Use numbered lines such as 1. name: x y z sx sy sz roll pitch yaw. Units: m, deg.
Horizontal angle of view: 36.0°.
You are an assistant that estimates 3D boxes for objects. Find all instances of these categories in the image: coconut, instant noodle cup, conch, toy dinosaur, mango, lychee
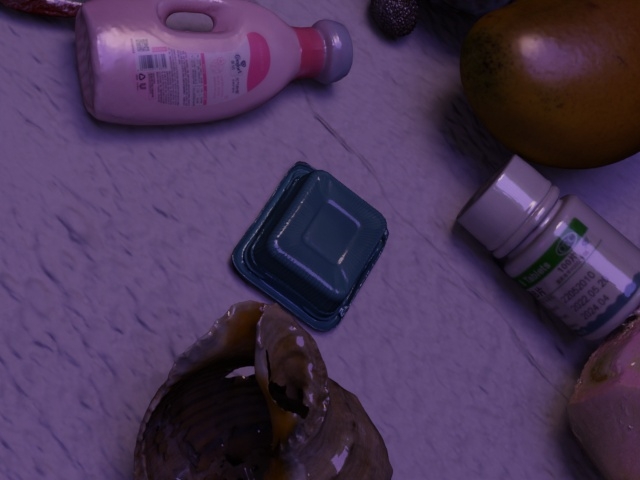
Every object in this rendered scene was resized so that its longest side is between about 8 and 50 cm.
1. coconut: 0.423 0.209 1.205 0.233 0.233 0.245 45 57 -2
2. instant noodle cup: 0.000 0.000 1.185 0.157 0.070 0.179 37 61 -9
3. conch: -0.068 0.207 1.016 0.263 0.186 0.324 -15 104 -14
4. toy dinosaur: -0.328 -0.293 1.162 0.242 0.053 0.167 29 65 -11
5. mango: 0.342 -0.226 1.305 0.378 0.221 0.264 -12 95 -33
6. lychee: 0.102 -0.318 1.338 0.067 0.068 0.083 -18 97 -68

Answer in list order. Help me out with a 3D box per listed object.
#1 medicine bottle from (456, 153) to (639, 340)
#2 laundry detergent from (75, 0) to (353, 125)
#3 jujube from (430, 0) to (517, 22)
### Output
1. medicine bottle: 0.299 0.007 1.263 0.237 0.139 0.139 40 62 -1
2. laundry detergent: -0.122 -0.225 1.199 0.335 0.088 0.159 -9 94 -26
3. jujube: 0.170 -0.443 1.323 0.308 0.215 0.246 48 24 13
